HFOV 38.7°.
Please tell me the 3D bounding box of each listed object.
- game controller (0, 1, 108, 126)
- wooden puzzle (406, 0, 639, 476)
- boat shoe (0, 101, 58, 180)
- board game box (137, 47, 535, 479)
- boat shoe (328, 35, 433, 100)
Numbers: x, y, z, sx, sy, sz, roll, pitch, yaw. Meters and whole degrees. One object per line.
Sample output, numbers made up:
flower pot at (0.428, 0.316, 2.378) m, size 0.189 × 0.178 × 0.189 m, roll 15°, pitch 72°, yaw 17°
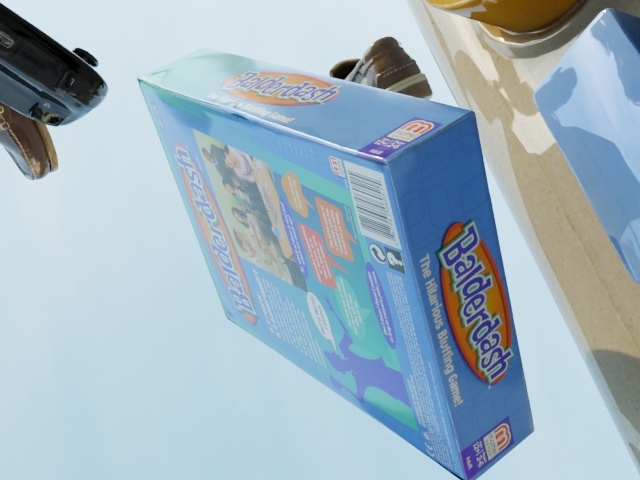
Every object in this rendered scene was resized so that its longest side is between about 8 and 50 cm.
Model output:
game controller at (-0.298, -0.183, 0.630) m, size 0.319 × 0.166 × 0.067 m, roll 35°, pitch -92°, yaw -28°
wooden puzzle at (0.142, -0.125, 0.333) m, size 0.081 × 0.347 × 0.322 m, roll 3°, pitch -130°, yaw -28°
boat shoe at (-0.338, -0.146, 0.919) m, size 0.073 × 0.073 × 0.206 m, roll -40°, pitch -56°, yaw -31°
board game box at (0.000, 0.000, 0.437) m, size 0.047 × 0.210 × 0.160 m, roll -31°, pitch -57°, yaw -24°
boat shoe at (0.051, -0.171, 1.073) m, size 0.095 × 0.257 × 0.095 m, roll -28°, pitch -89°, yaw -22°
